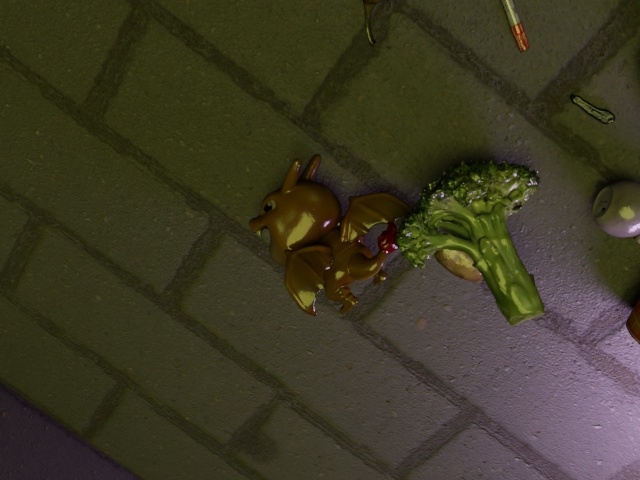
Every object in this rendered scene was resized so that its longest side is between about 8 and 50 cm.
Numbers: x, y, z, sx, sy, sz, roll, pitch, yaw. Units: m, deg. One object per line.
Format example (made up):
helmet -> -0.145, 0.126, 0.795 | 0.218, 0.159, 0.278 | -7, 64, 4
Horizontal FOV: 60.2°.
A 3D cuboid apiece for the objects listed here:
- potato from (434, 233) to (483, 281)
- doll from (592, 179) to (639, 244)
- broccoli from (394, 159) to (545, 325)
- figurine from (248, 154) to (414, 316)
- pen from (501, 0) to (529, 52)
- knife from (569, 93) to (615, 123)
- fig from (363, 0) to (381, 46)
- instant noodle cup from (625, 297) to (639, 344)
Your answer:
potato -> 0.393, 0.047, 1.540 | 0.171, 0.080, 0.107 | 32, 117, 3
doll -> 0.831, -0.051, 1.368 | 0.287, 0.151, 0.150 | 19, 116, 0
broccoli -> 0.433, -0.024, 1.372 | 0.397, 0.275, 0.353 | 33, 99, 16
figurine -> 0.026, -0.020, 1.511 | 0.401, 0.268, 0.387 | -41, 82, -8
pen -> 0.438, -0.558, 1.294 | 0.028, 0.028, 0.239 | -21, 107, 20
knife -> 0.664, -0.322, 1.351 | 0.121, 0.018, 0.031 | 32, 123, -1
fig -> 0.132, -0.585, 1.328 | 0.124, 0.124, 0.236 | 13, 139, 7
instant noodle cup -> 0.915, 0.194, 1.428 | 0.213, 0.213, 0.174 | 21, 125, 4
